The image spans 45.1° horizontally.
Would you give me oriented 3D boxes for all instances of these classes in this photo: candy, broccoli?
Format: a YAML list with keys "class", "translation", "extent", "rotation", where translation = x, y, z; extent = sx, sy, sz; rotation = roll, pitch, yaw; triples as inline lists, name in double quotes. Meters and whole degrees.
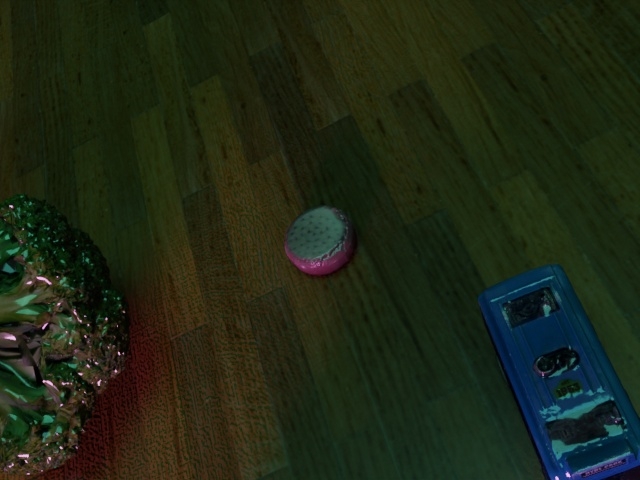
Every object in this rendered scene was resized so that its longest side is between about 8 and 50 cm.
- class: "candy"
  translation: [0.000, 0.000, 1.084]
  extent: [0.103, 0.043, 0.103]
  rotation: [-11, 53, 15]
- class: "broccoli"
  translation: [-0.427, 0.115, 1.041]
  extent: [0.321, 0.310, 0.413]
  rotation: [-34, 70, -14]

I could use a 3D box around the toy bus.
- class: "toy bus"
  translation: [0.255, 0.155, 0.803]
  extent: [0.113, 0.134, 0.246]
  rotation: [-22, 51, 10]
